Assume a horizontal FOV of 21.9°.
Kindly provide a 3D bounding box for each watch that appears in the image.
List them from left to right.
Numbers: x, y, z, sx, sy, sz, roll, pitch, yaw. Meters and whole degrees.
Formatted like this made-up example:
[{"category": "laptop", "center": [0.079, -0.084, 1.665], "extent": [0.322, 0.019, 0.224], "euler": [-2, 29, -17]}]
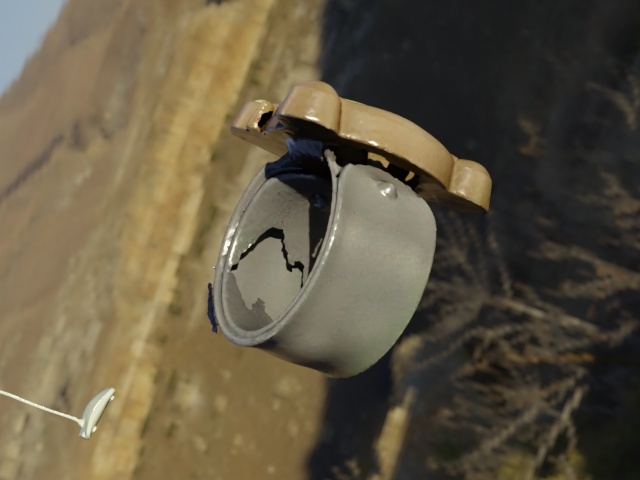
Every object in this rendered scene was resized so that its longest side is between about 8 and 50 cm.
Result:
[{"category": "watch", "center": [0.000, 0.000, 2.089], "extent": [0.335, 0.314, 0.327], "euler": [7, 75, 60]}]

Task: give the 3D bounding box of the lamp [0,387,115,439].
[{"category": "lamp", "center": [-0.301, 0.136, 1.598], "extent": [0.050, 0.198, 0.056], "euler": [157, 134, -75]}]
